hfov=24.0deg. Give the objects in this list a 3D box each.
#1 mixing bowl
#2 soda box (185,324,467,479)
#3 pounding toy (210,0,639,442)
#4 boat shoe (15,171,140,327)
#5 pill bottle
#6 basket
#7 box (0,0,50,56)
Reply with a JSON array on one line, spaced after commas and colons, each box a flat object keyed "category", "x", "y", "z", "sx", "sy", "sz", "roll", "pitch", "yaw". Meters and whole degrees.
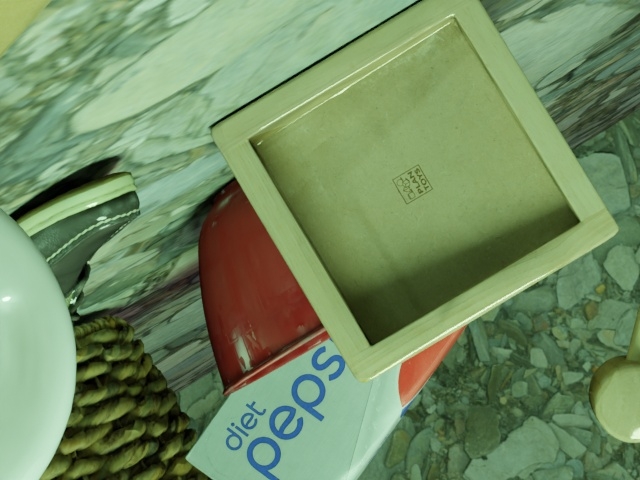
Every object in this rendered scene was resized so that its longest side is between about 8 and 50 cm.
[{"category": "mixing bowl", "x": 0.000, "y": 0.000, "z": 0.834, "sx": 0.181, "sy": 0.098, "sz": 0.181, "roll": -31, "pitch": 175, "yaw": -3}, {"category": "soda box", "x": 0.038, "y": 0.050, "z": 0.969, "sx": 0.286, "sy": 0.098, "sz": 0.091, "roll": -54, "pitch": 174, "yaw": -1}, {"category": "pounding toy", "x": 0.085, "y": -0.003, "z": 0.669, "sx": 0.181, "sy": 0.206, "sz": 0.094, "roll": -31, "pitch": 176, "yaw": 2}, {"category": "boat shoe", "x": -0.121, "y": 0.023, "z": 0.622, "sx": 0.152, "sy": 0.049, "sz": 0.056, "roll": -34, "pitch": 174, "yaw": 36}, {"category": "pill bottle", "x": -0.139, "y": 0.052, "z": 0.455, "sx": 0.108, "sy": 0.108, "sz": 0.180, "roll": -29, "pitch": 174, "yaw": -23}, {"category": "basket", "x": -0.202, "y": 0.194, "z": 0.917, "sx": 0.223, "sy": 0.213, "sz": 0.299, "roll": -32, "pitch": 175, "yaw": 11}, {"category": "box", "x": -0.105, "y": -0.038, "z": 0.252, "sx": 0.164, "sy": 0.021, "sz": 0.201, "roll": -26, "pitch": 174, "yaw": -46}]
